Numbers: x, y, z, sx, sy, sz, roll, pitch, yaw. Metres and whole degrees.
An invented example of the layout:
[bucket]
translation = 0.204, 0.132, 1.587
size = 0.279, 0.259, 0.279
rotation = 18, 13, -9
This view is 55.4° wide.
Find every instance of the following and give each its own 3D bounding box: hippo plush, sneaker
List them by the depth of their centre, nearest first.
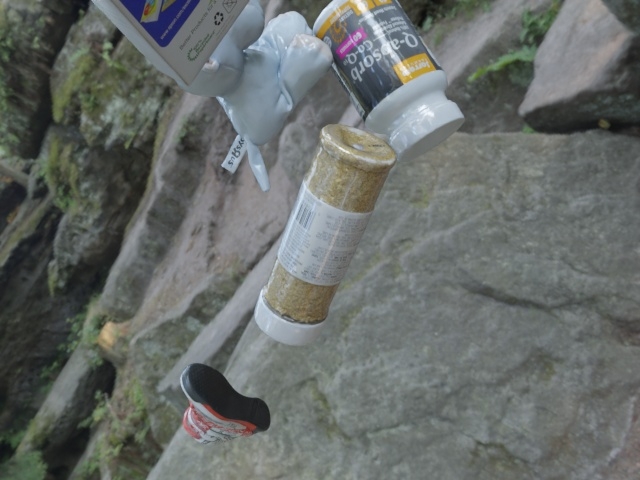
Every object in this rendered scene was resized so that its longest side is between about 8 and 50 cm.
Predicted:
[hippo plush]
translation = -0.155, -0.282, 0.979
size = 0.234, 0.237, 0.294
rotation = 31, 93, 41
[sneaker]
translation = -0.225, 0.331, 1.187
size = 0.145, 0.270, 0.090
rotation = -22, 51, 18

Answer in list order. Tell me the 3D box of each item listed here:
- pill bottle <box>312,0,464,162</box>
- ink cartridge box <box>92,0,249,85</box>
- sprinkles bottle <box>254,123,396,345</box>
[pill bottle]
translation = 0.118, -0.285, 1.050
size = 0.162, 0.278, 0.162
rotation = -30, -9, -5
[ink cartridge box]
translation = -0.179, -0.318, 0.570
size = 0.175, 0.069, 0.371
rotation = -57, -22, -6
[sprinkles bottle]
translation = 0.000, 0.000, 0.960
size = 0.121, 0.121, 0.355
rotation = -73, 4, -61
